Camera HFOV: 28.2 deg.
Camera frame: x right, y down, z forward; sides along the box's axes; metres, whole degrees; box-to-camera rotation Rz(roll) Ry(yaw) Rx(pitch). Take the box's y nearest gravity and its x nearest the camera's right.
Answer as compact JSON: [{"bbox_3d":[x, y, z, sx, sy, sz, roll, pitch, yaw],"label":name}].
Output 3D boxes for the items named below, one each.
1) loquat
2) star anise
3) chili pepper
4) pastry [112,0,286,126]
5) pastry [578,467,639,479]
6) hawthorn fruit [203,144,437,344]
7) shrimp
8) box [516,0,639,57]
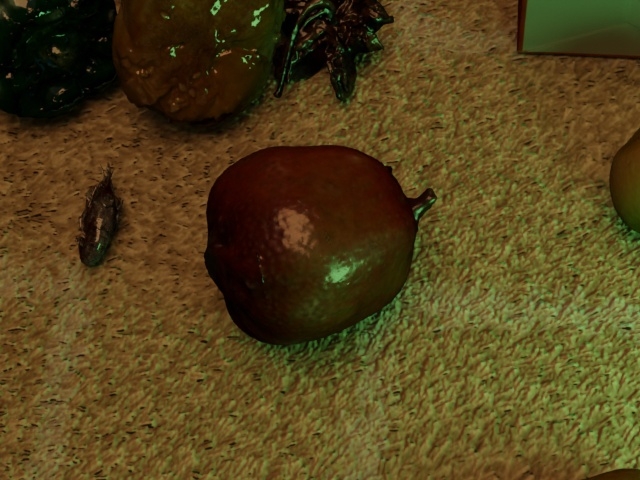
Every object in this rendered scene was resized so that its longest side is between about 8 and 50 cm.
[{"bbox_3d":[0.507,-0.080,1.758,0.213,0.213,0.213,-2,66,5],"label":"loquat"},{"bbox_3d":[0.017,-0.329,1.957,0.190,0.126,0.220,-3,63,0],"label":"star anise"},{"bbox_3d":[-0.445,-0.333,1.951,0.233,0.248,0.257,-25,57,-36],"label":"chili pepper"},{"bbox_3d":[-0.182,-0.330,1.900,0.255,0.310,0.162,13,21,-22],"label":"pastry"},{"bbox_3d":[0.399,0.449,1.555,0.356,0.164,0.356,-1,67,2],"label":"pastry"},{"bbox_3d":[-0.016,0.002,1.737,0.311,0.295,0.295,-18,60,-42],"label":"hawthorn fruit"},{"bbox_3d":[-0.328,-0.041,1.898,0.057,0.065,0.165,20,60,-21],"label":"shrimp"},{"bbox_3d":[0.453,-0.461,1.848,0.319,0.348,0.256,2,66,8],"label":"box"}]
